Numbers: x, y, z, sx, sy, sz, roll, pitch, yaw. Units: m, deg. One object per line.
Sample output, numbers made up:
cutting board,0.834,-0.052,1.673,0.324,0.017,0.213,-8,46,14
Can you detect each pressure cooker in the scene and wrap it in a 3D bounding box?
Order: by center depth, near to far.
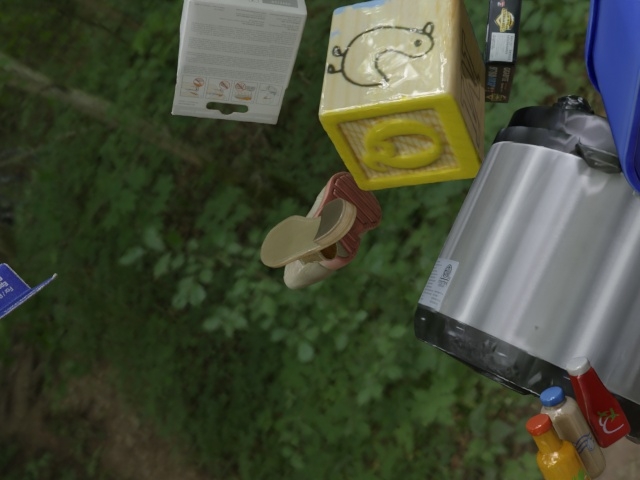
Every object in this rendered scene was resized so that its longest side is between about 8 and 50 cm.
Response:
pressure cooker,0.357,0.011,1.208,0.376,0.370,0.420,28,-95,-48

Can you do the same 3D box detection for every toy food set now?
toy food set,0.304,0.161,0.922,0.232,0.104,0.111,-30,13,-7

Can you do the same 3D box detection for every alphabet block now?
alphabet block,0.122,-0.208,1.305,0.193,0.193,0.197,53,-144,-51

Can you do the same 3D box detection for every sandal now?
sandal,-0.002,0.006,1.390,0.240,0.079,0.088,-23,44,55

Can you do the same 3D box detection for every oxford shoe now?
oxford shoe,0.016,-0.028,1.911,0.146,0.140,0.397,-41,3,28

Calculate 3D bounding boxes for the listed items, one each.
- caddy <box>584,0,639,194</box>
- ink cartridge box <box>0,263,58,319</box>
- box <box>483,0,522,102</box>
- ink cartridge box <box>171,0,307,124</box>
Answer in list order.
caddy,0.345,-0.179,0.744,0.341,0.241,0.179,72,-167,-58
ink cartridge box,-0.567,0.150,1.268,0.330,0.071,0.324,-27,12,37
box,0.293,-0.334,1.501,0.220,0.051,0.175,43,-127,-79
ink cartridge box,-0.133,-0.289,1.461,0.224,0.181,0.056,110,158,-47
